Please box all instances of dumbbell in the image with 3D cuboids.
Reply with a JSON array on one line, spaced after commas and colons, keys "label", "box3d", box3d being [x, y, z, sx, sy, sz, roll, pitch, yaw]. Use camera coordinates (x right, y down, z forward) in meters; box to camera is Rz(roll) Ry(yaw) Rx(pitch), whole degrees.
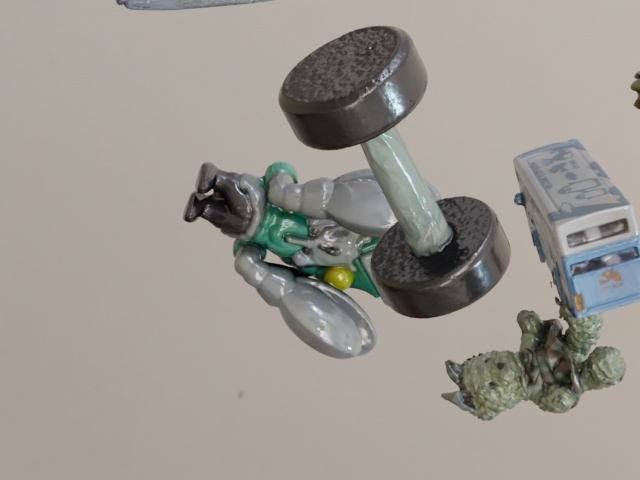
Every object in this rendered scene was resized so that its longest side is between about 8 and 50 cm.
[{"label": "dumbbell", "box3d": [0.053, -0.045, 0.895, 0.191, 0.100, 0.100, 61, 39, -30]}]

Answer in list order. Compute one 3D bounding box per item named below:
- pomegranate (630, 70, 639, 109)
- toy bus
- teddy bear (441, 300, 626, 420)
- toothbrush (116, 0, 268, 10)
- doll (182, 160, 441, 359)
[{"label": "pomegranate", "box3d": [0.360, -0.148, 1.249, 0.142, 0.114, 0.115, -7, -124, 55]}, {"label": "toy bus", "box3d": [0.298, -0.017, 1.511, 0.297, 0.106, 0.131, -94, 167, -70]}, {"label": "teddy bear", "box3d": [0.257, 0.150, 1.542, 0.111, 0.213, 0.133, 38, 35, -50]}, {"label": "toothbrush", "box3d": [0.032, -0.222, 1.088, 0.035, 0.413, 0.042, 102, -29, -47]}, {"label": "doll", "box3d": [-0.001, 0.017, 1.276, 0.153, 0.258, 0.195, -91, 177, -57]}]
